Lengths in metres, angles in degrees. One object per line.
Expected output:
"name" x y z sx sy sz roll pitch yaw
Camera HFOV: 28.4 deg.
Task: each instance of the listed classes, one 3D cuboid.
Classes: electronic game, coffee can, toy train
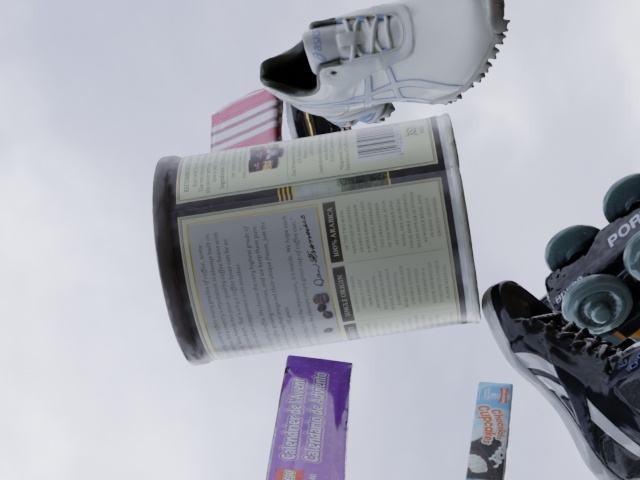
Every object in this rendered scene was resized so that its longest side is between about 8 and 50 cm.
"electronic game" 0.010 -0.140 1.747 0.229 0.048 0.229 -18 -90 -73
"coffee can" 0.000 0.000 1.192 0.201 0.275 0.201 -8 -90 -85
"toy train" 0.393 0.013 1.376 0.190 0.334 0.142 34 -154 -24

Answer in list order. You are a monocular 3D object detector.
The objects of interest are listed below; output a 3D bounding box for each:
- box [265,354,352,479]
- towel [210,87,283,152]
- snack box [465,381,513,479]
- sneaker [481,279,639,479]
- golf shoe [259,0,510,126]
"box" -0.020 0.261 0.958 0.201 0.057 0.293 -83 0 -70
"towel" -0.088 -0.086 1.575 0.029 0.144 0.197 8 -104 -36
"snack box" 0.245 0.381 1.869 0.322 0.060 0.187 -71 -18 -55
"sneaker" 0.240 0.096 1.089 0.079 0.121 0.217 -11 -122 -47
"golf shoe" 0.034 -0.112 0.761 0.086 0.176 0.069 4 -108 -38
